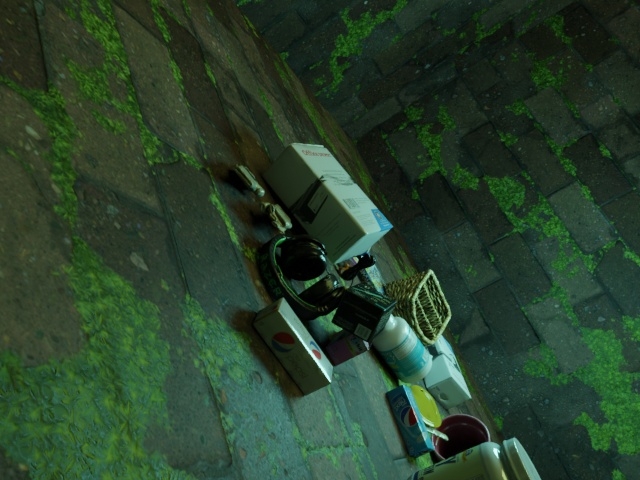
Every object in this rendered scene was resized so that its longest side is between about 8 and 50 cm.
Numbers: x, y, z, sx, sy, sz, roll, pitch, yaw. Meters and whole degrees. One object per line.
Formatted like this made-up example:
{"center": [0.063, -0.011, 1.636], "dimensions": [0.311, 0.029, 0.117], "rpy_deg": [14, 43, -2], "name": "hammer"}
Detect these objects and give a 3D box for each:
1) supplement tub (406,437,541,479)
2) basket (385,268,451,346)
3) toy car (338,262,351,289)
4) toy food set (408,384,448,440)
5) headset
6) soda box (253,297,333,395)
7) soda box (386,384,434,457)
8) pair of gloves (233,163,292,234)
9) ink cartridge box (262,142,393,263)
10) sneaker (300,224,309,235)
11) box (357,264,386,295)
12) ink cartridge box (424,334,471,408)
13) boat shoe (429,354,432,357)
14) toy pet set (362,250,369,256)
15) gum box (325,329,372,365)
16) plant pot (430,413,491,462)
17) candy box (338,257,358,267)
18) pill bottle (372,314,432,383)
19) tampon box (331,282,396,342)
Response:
{"center": [0.416, 0.684, 1.427], "dimensions": [0.235, 0.325, 0.235], "rpy_deg": [54, 16, -22], "name": "supplement tub"}
{"center": [0.434, 0.312, 2.321], "dimensions": [0.213, 0.223, 0.299], "rpy_deg": [-83, 151, -57], "name": "basket"}
{"center": [0.093, 0.129, 1.980], "dimensions": [0.041, 0.060, 0.122], "rpy_deg": [17, 26, -21], "name": "toy car"}
{"center": [0.350, 0.612, 1.880], "dimensions": [0.128, 0.071, 0.218], "rpy_deg": [26, 26, -22], "name": "toy food set"}
{"center": [0.000, 0.087, 1.494], "dimensions": [0.394, 0.185, 0.243], "rpy_deg": [8, 52, -57], "name": "headset"}
{"center": [-0.060, 0.241, 1.219], "dimensions": [0.216, 0.074, 0.069], "rpy_deg": [56, 15, -13], "name": "soda box"}
{"center": [0.285, 0.575, 1.715], "dimensions": [0.071, 0.067, 0.210], "rpy_deg": [41, 23, -51], "name": "soda box"}
{"center": [-0.171, -0.122, 1.552], "dimensions": [0.240, 0.042, 0.204], "rpy_deg": [51, 3, -11], "name": "pair of gloves"}
{"center": [0.029, -0.134, 1.847], "dimensions": [0.395, 0.166, 0.285], "rpy_deg": [51, 23, 12], "name": "ink cartridge box"}
{"center": [0.000, 0.000, 1.906], "dimensions": [0.221, 0.087, 0.128], "rpy_deg": [47, 24, 1], "name": "sneaker"}
{"center": [0.235, 0.187, 2.339], "dimensions": [0.159, 0.044, 0.233], "rpy_deg": [62, 15, 7], "name": "box"}
{"center": [0.538, 0.568, 2.431], "dimensions": [0.223, 0.129, 0.307], "rpy_deg": [48, 19, -36], "name": "ink cartridge box"}
{"center": [0.411, 0.520, 2.246], "dimensions": [0.070, 0.077, 0.219], "rpy_deg": [29, 14, 16], "name": "boat shoe"}
{"center": [0.173, 0.031, 2.461], "dimensions": [0.114, 0.065, 0.122], "rpy_deg": [26, 6, 13], "name": "toy pet set"}
{"center": [0.094, 0.289, 1.563], "dimensions": [0.062, 0.107, 0.188], "rpy_deg": [60, 15, 2], "name": "gum box"}
{"center": [0.504, 0.746, 1.893], "dimensions": [0.201, 0.201, 0.180], "rpy_deg": [-98, 169, -55], "name": "plant pot"}
{"center": [0.093, 0.018, 2.152], "dimensions": [0.159, 0.071, 0.233], "rpy_deg": [55, 16, -17], "name": "candy box"}
{"center": [0.278, 0.375, 1.922], "dimensions": [0.264, 0.146, 0.146], "rpy_deg": [54, 16, -20], "name": "pill bottle"}
{"center": [0.122, 0.194, 1.473], "dimensions": [0.120, 0.101, 0.161], "rpy_deg": [27, 11, 17], "name": "tampon box"}
